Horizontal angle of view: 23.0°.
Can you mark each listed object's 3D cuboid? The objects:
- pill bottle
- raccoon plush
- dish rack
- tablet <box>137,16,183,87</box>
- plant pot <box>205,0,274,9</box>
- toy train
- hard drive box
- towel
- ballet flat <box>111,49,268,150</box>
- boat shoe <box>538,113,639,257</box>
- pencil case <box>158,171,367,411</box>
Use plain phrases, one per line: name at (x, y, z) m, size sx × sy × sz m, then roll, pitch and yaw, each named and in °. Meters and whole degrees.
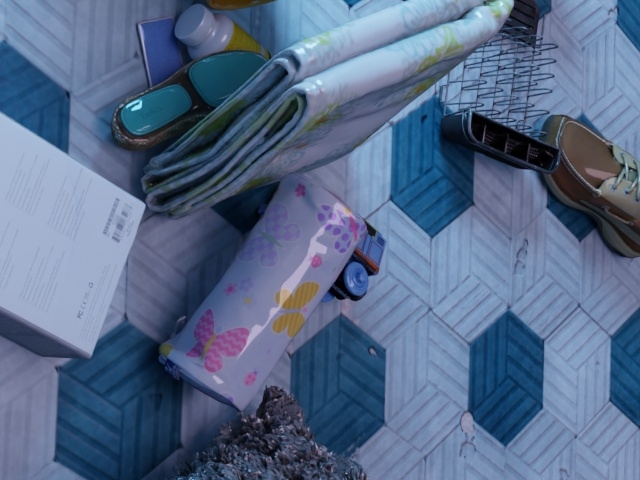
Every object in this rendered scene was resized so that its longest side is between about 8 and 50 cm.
pill bottle at (-0.112, -0.220, 1.809) m, size 0.116 × 0.065 × 0.065 m, roll 37°, pitch 63°, yaw -40°
raccoon plush at (-0.034, 0.285, 1.636) m, size 0.299 × 0.446 × 0.216 m, roll -39°, pitch 103°, yaw -26°
dish rack at (0.257, -0.241, 2.189) m, size 0.208 × 0.074 × 0.271 m, roll 18°, pitch 76°, yaw -45°
tablet at (-0.179, -0.209, 1.780) m, size 0.054 × 0.006 × 0.083 m, roll -20°, pitch 104°, yaw -45°
plant pot at (-0.063, -0.387, 1.787) m, size 0.205 × 0.205 × 0.188 m, roll -16°, pitch 86°, yaw -45°
toy train at (0.000, 0.000, 1.914) m, size 0.184 × 0.080 × 0.105 m, roll 40°, pitch 52°, yaw -36°
hard drive box at (-0.309, -0.007, 1.577) m, size 0.232 × 0.089 × 0.181 m, roll 35°, pitch 64°, yaw -40°
towel at (0.010, -0.154, 1.753) m, size 0.374 × 0.320 × 0.090 m, roll -28°, pitch 87°, yaw -43°
ballet flat at (-0.148, -0.156, 1.752) m, size 0.206 × 0.067 × 0.073 m, roll -24°, pitch 83°, yaw -28°
boat shoe at (0.445, -0.085, 2.347) m, size 0.324 × 0.120 × 0.122 m, roll 37°, pitch 63°, yaw -39°
pencil case at (-0.064, 0.057, 1.755) m, size 0.273 × 0.124 × 0.113 m, roll -54°, pitch 133°, yaw -7°
